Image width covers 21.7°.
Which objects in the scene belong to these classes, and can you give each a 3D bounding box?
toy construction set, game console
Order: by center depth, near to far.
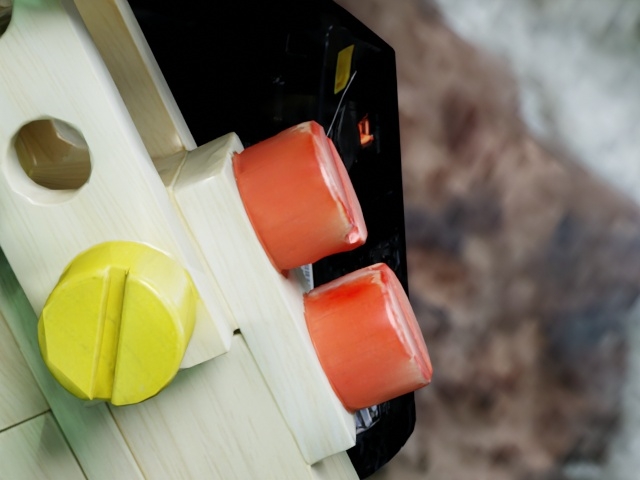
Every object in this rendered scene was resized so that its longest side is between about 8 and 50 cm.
[{"bbox_3d":[0.000,0.000,0.348,0.215,0.151,0.328,-23,90,8],"label":"toy construction set"},{"bbox_3d":[-0.064,0.085,0.538,0.213,0.044,0.361,13,117,35],"label":"game console"}]
